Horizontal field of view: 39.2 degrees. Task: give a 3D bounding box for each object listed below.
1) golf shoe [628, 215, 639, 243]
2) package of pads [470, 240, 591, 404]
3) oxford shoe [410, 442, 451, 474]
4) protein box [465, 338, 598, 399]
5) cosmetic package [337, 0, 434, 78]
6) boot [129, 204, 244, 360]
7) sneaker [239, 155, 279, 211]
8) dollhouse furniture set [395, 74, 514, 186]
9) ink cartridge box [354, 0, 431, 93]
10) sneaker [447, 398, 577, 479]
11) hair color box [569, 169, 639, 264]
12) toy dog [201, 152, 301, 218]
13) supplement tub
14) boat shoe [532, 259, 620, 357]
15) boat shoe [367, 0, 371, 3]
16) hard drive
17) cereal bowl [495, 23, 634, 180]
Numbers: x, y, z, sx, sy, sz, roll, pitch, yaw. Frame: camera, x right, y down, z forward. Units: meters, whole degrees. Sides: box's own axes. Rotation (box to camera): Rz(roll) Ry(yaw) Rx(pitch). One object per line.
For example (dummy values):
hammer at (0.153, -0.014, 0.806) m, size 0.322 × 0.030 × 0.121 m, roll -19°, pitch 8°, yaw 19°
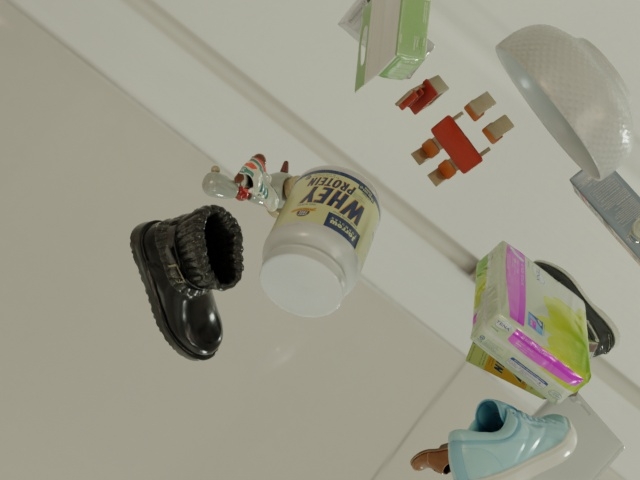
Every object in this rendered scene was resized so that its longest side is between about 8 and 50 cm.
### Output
golf shoe at (0.737, 0.001, 1.877) m, size 0.069 × 0.176 × 0.086 m, roll -55°, pitch 160°, yaw -27°
package of pads at (0.408, 0.153, 1.728) m, size 0.101 × 0.229 × 0.296 m, roll -49°, pitch -171°, yaw 29°
oxford shoe at (0.327, 0.625, 2.526) m, size 0.212 × 0.076 × 0.076 m, roll -35°, pitch -130°, yaw 47°
protein box at (0.470, 0.248, 1.997) m, size 0.201 × 0.200 × 0.135 m, roll 11°, pitch 101°, yaw -55°
cosmetic package at (0.172, -0.538, 2.350) m, size 0.117 × 0.231 × 0.085 m, roll -53°, pitch -165°, yaw 1°
boot at (-0.241, 0.098, 1.857) m, size 0.260 × 0.347 × 0.131 m, roll -6°, pitch -155°, yaw 43°
sneaker at (-0.164, -0.131, 2.298) m, size 0.057 × 0.161 × 0.075 m, roll 14°, pitch -135°, yaw 41°
dollhouse furniture set at (0.326, -0.295, 2.362) m, size 0.135 × 0.259 × 0.262 m, roll -34°, pitch 176°, yaw -42°
ink cartridge box at (0.123, -0.359, 1.548) m, size 0.235 × 0.056 × 0.171 m, roll 153°, pitch -56°, yaw -75°
sneaker at (0.366, 0.359, 1.687) m, size 0.135 × 0.150 × 0.366 m, roll -15°, pitch 178°, yaw 39°
hair color box at (0.846, -0.045, 2.443) m, size 0.114 × 0.374 × 0.185 m, roll -41°, pitch 161°, yaw 11°
toy dog at (-0.178, -0.180, 2.601) m, size 0.220 × 0.334 × 0.160 m, roll -18°, pitch -114°, yaw 28°
supplement tub at (0.000, 0.000, 2.134) m, size 0.235 × 0.235 × 0.324 m, roll -46°, pitch -165°, yaw 43°
boat shoe at (0.604, 0.164, 2.225) m, size 0.091 × 0.302 × 0.114 m, roll -20°, pitch 138°, yaw -31°
boat shoe at (0.163, -0.569, 2.084) m, size 0.084 × 0.079 × 0.233 m, roll -17°, pitch -172°, yaw -10°
hard drive at (0.541, 0.498, 2.073) m, size 0.307 × 0.203 × 0.040 m, roll -36°, pitch 171°, yaw -28°
cereal bowl at (0.492, -0.287, 1.736) m, size 0.141 × 0.339 × 0.339 m, roll -38°, pitch -171°, yaw 9°
